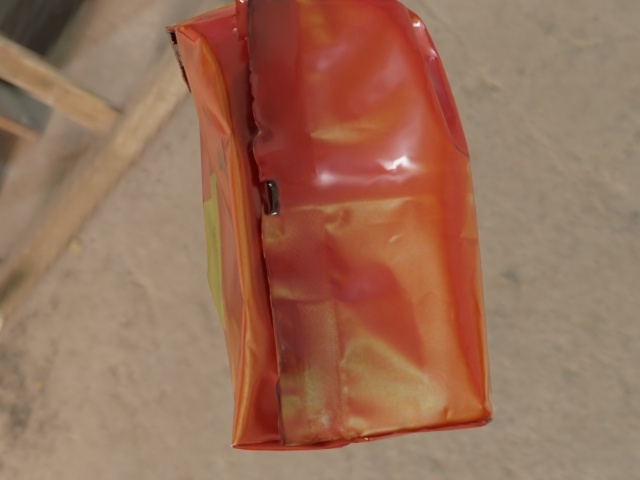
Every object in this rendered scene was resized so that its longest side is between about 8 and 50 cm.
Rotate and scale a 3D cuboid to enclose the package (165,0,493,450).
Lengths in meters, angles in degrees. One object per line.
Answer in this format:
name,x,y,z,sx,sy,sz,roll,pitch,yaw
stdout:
package,-0.001,0.000,0.844,0.123,0.423,0.196,-7,86,-2
